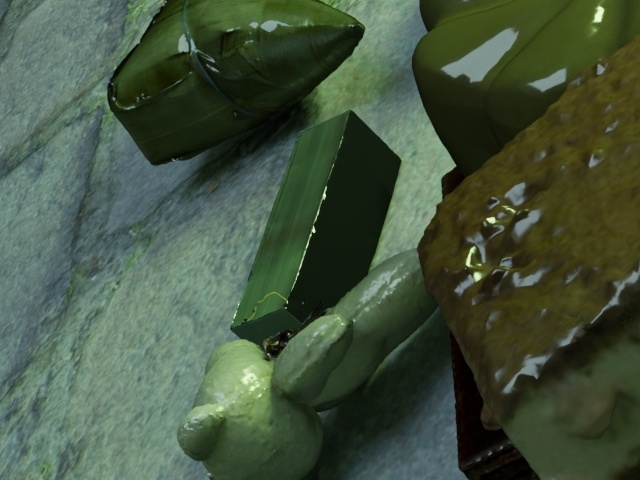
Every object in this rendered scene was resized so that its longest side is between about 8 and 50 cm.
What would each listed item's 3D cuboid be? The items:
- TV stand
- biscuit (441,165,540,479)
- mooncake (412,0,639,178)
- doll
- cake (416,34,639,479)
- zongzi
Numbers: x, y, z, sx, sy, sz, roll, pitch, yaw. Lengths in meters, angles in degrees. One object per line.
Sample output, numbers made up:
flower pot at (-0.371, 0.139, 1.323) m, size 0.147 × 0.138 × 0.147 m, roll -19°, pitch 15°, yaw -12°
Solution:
TV stand at (0.000, 0.000, 1.597) m, size 0.083 × 0.088 × 0.269 m, roll -21°, pitch 38°, yaw 39°
biscuit at (0.164, 0.049, 1.321) m, size 0.107 × 0.073 × 0.388 m, roll -32°, pitch 31°, yaw 25°
mooncake at (0.256, -0.175, 1.270) m, size 0.378 × 0.200 × 0.378 m, roll -23°, pitch 35°, yaw 17°
doll at (-0.006, 0.100, 1.403) m, size 0.278 × 0.175 × 0.149 m, roll -40°, pitch 46°, yaw 0°
cake at (0.247, 0.053, 0.978) m, size 0.282 × 0.290 × 0.255 m, roll -39°, pitch 30°, yaw 10°
zongzi at (-0.047, -0.290, 1.947) m, size 0.393 × 0.174 × 0.356 m, roll -22°, pitch 34°, yaw 39°
